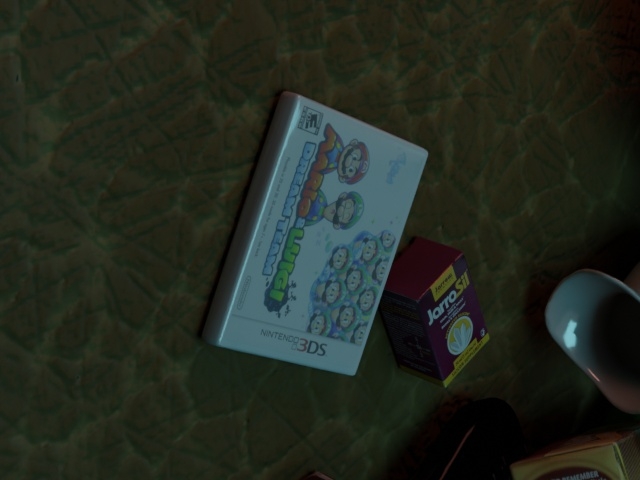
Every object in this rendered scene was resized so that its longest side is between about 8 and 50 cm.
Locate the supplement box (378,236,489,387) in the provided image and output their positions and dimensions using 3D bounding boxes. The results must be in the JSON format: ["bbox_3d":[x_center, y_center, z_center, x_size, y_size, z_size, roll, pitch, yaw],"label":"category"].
[{"bbox_3d":[0.075,0.048,1.120,0.055,0.043,0.083,-44,133,-27],"label":"supplement box"}]

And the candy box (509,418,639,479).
[{"bbox_3d":[0.237,0.299,1.233,0.183,0.087,0.316,-2,78,-69],"label":"candy box"}]

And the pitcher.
[{"bbox_3d":[0.291,0.082,1.262,0.207,0.125,0.178,-15,72,-43],"label":"pitcher"}]

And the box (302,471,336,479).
[{"bbox_3d":[0.065,0.357,1.112,0.143,0.191,0.381,-40,132,-33],"label":"box"}]

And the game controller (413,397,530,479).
[{"bbox_3d":[0.129,0.265,1.250,0.166,0.067,0.319,-47,135,-27],"label":"game controller"}]

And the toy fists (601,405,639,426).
[{"bbox_3d":[0.359,0.189,1.391,0.279,0.096,0.142,10,82,-17],"label":"toy fists"}]

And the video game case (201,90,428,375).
[{"bbox_3d":[0.000,0.000,1.032,0.143,0.019,0.157,18,90,-51],"label":"video game case"}]
